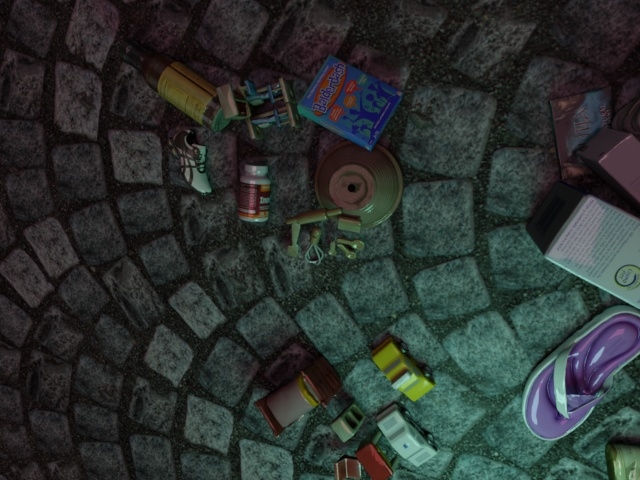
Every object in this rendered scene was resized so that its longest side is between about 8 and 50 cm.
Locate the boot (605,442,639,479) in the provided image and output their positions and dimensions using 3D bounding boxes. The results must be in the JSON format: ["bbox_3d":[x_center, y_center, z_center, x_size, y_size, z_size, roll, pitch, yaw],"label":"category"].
[{"bbox_3d":[0.842,0.629,1.128,0.203,0.095,0.262,-10,95,17],"label":"boot"}]

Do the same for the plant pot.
[{"bbox_3d":[0.089,-0.139,1.157,0.237,0.110,0.237,4,104,16],"label":"plant pot"}]

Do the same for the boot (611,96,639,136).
[{"bbox_3d":[0.737,-0.302,0.914,0.258,0.123,0.095,-41,93,12],"label":"boot"}]

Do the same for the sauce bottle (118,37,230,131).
[{"bbox_3d":[-0.391,-0.430,1.228,0.344,0.111,0.111,37,110,7],"label":"sauce bottle"}]

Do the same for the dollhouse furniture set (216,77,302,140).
[{"bbox_3d":[-0.146,-0.329,1.140,0.129,0.184,0.129,-12,99,18],"label":"dollhouse furniture set"}]

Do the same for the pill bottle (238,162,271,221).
[{"bbox_3d":[-0.181,-0.133,1.247,0.086,0.086,0.152,9,105,14],"label":"pill bottle"}]

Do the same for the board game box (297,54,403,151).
[{"bbox_3d":[0.072,-0.339,1.117,0.210,0.047,0.160,29,84,8],"label":"board game box"}]

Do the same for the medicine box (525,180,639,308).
[{"bbox_3d":[0.619,0.013,0.957,0.289,0.263,0.149,29,109,8],"label":"medicine box"}]

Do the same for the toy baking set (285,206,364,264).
[{"bbox_3d":[-0.002,-0.005,1.202,0.256,0.030,0.196,-7,134,25],"label":"toy baking set"}]

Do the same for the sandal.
[{"bbox_3d":[0.639,0.337,1.112,0.169,0.102,0.416,28,109,8],"label":"sandal"}]

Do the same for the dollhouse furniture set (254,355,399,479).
[{"bbox_3d":[0.017,0.541,1.276,0.201,0.152,0.374,-42,78,20],"label":"dollhouse furniture set"}]

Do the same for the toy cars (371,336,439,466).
[{"bbox_3d":[0.234,0.467,1.266,0.176,0.087,0.393,-2,102,17],"label":"toy cars"}]

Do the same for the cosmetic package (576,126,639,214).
[{"bbox_3d":[0.674,-0.133,0.965,0.231,0.117,0.085,40,109,-10],"label":"cosmetic package"}]

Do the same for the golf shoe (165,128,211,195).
[{"bbox_3d":[-0.354,-0.222,1.282,0.094,0.077,0.198,-29,94,20],"label":"golf shoe"}]

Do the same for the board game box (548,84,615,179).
[{"bbox_3d":[0.601,-0.242,1.030,0.126,0.026,0.186,-11,99,18],"label":"board game box"}]
